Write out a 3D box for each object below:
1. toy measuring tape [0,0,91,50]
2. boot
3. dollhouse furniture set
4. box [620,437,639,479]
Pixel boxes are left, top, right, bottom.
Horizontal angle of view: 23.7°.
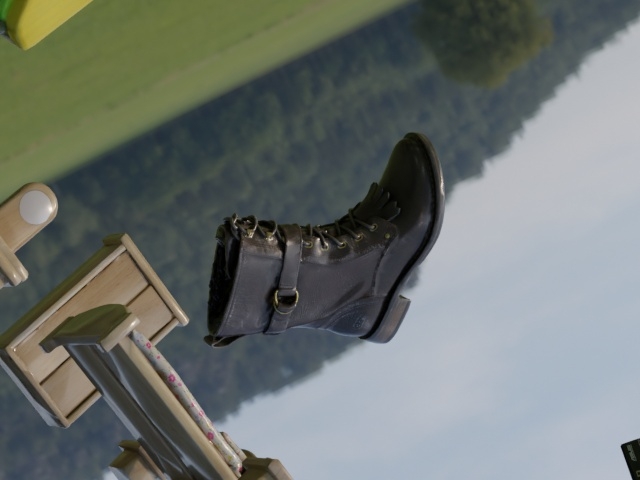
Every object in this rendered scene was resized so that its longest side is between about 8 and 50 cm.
[{"bbox_3d":[-0.175,-0.156,0.784,0.330,0.121,0.121,-43,-166,-23],"label":"toy measuring tape"},{"bbox_3d":[0.000,0.000,1.606,0.229,0.263,0.091,8,-167,-30],"label":"boot"},{"bbox_3d":[-0.154,0.070,1.376,0.174,0.303,0.355,-44,-160,-27],"label":"dollhouse furniture set"},{"bbox_3d":[0.260,0.169,1.106,0.083,0.067,0.018,-9,166,-41],"label":"box"}]
